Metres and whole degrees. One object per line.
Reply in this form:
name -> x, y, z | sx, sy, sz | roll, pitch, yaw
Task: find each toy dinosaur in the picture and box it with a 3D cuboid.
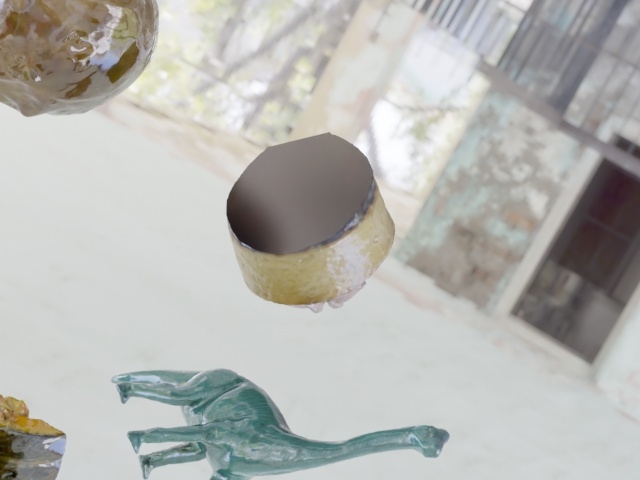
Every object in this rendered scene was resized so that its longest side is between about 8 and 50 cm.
toy dinosaur -> -0.060, 0.198, 1.673 | 0.330, 0.129, 0.383 | -18, -152, -9

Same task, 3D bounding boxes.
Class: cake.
cake -> 0.000, 0.000, 1.716 | 0.185, 0.208, 0.178 | 12, 150, 31

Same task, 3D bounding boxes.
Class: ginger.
ginger -> -0.279, -0.237, 1.603 | 0.269, 0.200, 0.223 | 34, -160, -48

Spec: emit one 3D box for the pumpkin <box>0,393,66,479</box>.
pumpkin -> -0.404, 0.167, 1.384 | 0.280, 0.139, 0.190 | 12, -154, -25
